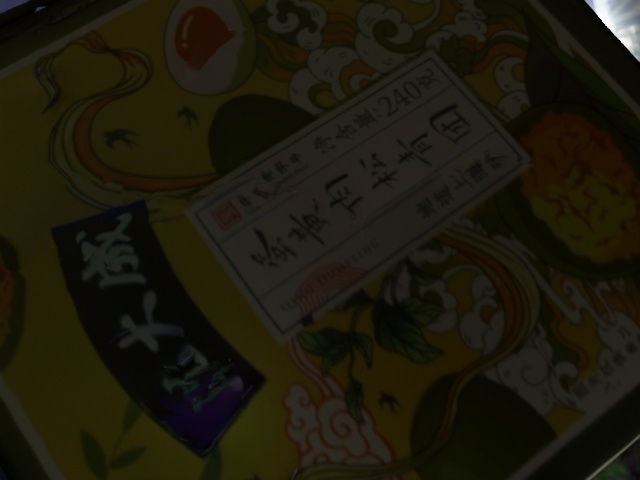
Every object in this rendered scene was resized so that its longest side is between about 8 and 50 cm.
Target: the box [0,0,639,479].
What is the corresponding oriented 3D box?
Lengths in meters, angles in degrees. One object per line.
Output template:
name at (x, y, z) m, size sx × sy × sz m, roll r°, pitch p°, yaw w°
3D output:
box at (0.000, 0.000, 0.500) m, size 0.373 × 0.420 × 0.138 m, roll 54°, pitch 163°, yaw 13°
